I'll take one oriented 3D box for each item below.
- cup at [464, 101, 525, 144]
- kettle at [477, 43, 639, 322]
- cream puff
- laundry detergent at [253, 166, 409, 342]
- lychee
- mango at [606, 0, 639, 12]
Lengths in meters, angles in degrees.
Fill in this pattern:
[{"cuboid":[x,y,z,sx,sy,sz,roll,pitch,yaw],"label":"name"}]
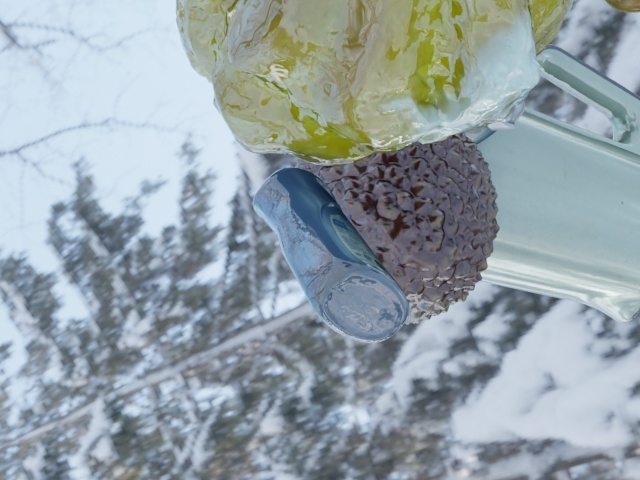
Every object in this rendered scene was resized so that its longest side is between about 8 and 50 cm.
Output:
[{"cuboid":[0.139,-0.172,1.671,0.167,0.173,0.300,-2,-94,-64],"label":"cup"},{"cuboid":[0.296,-0.098,1.982,0.376,0.250,0.361,16,-112,-25],"label":"kettle"},{"cuboid":[0.029,-0.244,1.170,0.275,0.378,0.378,28,-130,-63],"label":"cream puff"},{"cuboid":[0.001,-0.001,1.177,0.096,0.061,0.206,30,-163,-34],"label":"laundry detergent"},{"cuboid":[0.080,-0.023,1.521,0.236,0.236,0.271,36,-163,-19],"label":"lychee"},{"cuboid":[0.398,-0.299,1.574,0.136,0.227,0.099,0,-95,-24],"label":"mango"}]
